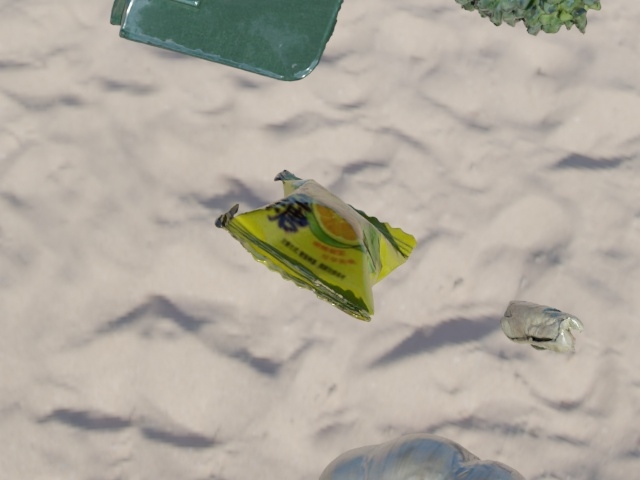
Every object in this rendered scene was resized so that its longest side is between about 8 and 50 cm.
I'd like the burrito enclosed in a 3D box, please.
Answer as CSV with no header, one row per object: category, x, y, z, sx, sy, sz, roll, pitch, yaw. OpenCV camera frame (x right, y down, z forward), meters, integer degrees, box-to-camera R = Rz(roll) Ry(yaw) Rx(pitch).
burrito,0.270,0.108,1.654,0.045,0.188,0.058,9,90,-19

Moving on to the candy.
candy,0.000,0.000,1.405,0.187,0.081,0.297,33,20,5

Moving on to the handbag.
handbag,-0.071,-0.342,1.404,0.238,0.326,0.089,13,27,-22

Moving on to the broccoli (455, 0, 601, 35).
broccoli,0.177,-0.331,1.134,0.293,0.281,0.347,35,11,29

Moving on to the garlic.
garlic,0.114,0.356,1.436,0.321,0.322,0.241,6,27,-2
